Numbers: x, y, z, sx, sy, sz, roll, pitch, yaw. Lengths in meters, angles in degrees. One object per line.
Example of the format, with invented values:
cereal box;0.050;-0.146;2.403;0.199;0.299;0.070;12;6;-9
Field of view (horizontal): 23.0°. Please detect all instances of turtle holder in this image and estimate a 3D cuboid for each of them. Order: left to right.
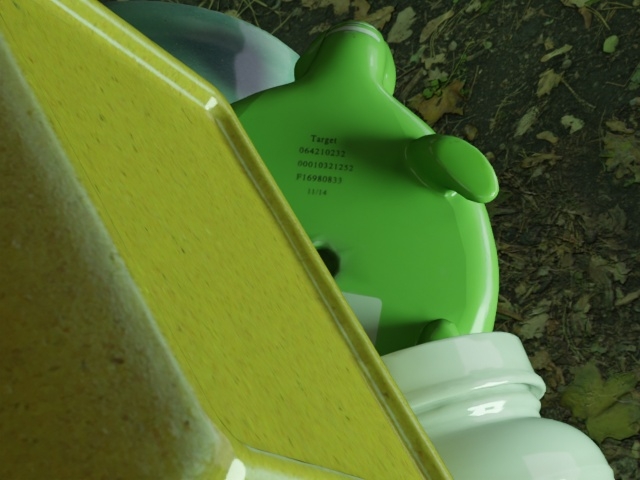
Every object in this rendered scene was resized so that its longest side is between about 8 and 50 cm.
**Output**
turtle holder;-0.016;0.011;1.070;0.227;0.243;0.320;95;-26;-72

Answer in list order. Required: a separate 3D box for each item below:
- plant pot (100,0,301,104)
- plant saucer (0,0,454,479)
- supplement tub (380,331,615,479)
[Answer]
plant pot;-0.139;-0.023;1.256;0.293;0.293;0.196;71;15;-57
plant saucer;-0.065;0.017;0.576;0.333;0.081;0.333;59;12;24
supplement tub;0.072;0.227;0.800;0.228;0.228;0.316;82;-13;-73
